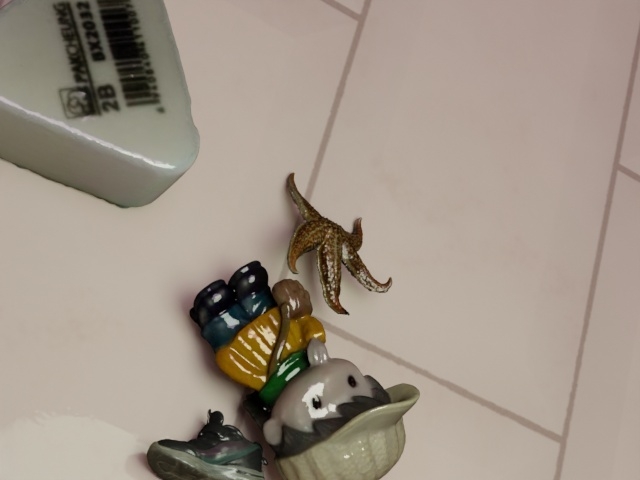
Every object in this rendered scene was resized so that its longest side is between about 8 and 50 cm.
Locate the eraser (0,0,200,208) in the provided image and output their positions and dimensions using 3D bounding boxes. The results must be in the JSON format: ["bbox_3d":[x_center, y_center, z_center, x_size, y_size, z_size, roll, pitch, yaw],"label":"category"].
[{"bbox_3d":[-0.290,-0.186,1.845,0.331,0.150,0.331,11,68,-27],"label":"eraser"}]

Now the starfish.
[{"bbox_3d":[0.006,-0.004,1.970,0.213,0.057,0.238,1,57,-54],"label":"starfish"}]

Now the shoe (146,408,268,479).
[{"bbox_3d":[-0.138,0.262,1.809,0.169,0.071,0.099,21,59,-26],"label":"shoe"}]

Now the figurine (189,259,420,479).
[{"bbox_3d":[-0.029,0.193,1.861,0.185,0.204,0.332,-32,60,-34],"label":"figurine"}]
